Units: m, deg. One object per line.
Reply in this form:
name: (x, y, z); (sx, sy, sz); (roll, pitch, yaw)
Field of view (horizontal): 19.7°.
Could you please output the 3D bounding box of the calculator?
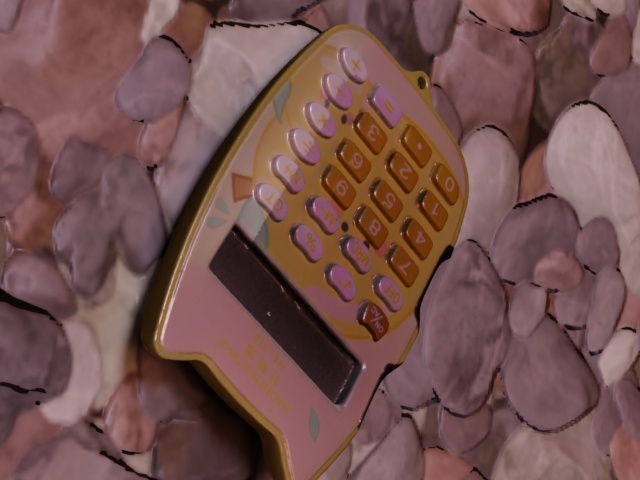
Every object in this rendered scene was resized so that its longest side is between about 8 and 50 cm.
calculator: (0.000, 0.000, 0.934); (0.157, 0.033, 0.236); (49, 56, -28)
